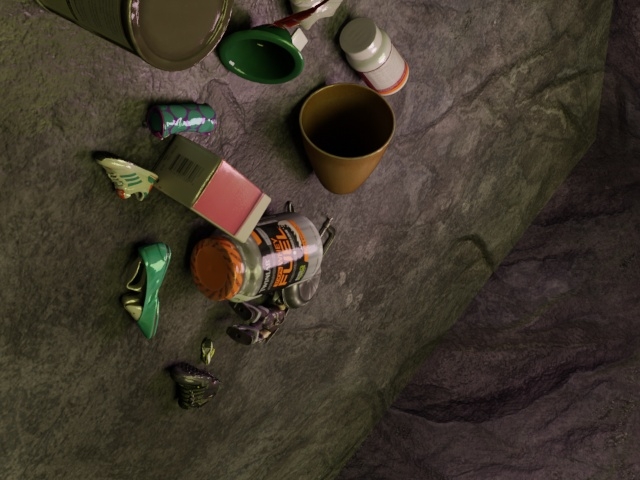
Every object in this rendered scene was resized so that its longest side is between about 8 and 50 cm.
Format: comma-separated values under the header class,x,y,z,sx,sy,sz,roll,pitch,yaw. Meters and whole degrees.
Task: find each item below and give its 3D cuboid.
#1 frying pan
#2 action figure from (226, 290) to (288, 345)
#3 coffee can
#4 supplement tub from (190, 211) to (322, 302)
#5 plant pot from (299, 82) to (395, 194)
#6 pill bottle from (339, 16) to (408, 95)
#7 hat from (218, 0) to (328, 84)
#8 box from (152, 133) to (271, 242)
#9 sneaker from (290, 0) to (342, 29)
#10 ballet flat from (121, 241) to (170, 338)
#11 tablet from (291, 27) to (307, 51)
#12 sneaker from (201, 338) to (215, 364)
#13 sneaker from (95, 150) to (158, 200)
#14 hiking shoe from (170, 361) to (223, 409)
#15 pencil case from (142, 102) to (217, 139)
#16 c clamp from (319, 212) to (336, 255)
class,x,y,z,sx,sy,sz,roll,pitch,yaw
frying pan,-0.043,0.042,2.124,0.197,0.053,0.326,-17,117,-62
action figure,-0.169,0.215,2.092,0.185,0.099,0.285,-70,163,5
coffee can,-0.301,-0.405,1.158,0.201,0.275,0.202,-37,144,-34
supplement tub,-0.157,0.042,1.854,0.316,0.193,0.194,-17,130,-50
plant pot,0.063,-0.236,1.936,0.237,0.237,0.254,-46,161,-23
pill bottle,0.137,-0.471,1.912,0.121,0.121,0.221,-59,149,-1
hat,-0.104,-0.457,1.602,0.173,0.208,0.184,-36,-137,58
box,-0.240,-0.110,1.639,0.127,0.148,0.232,-58,151,-4
sneaker,0.027,-0.581,1.695,0.262,0.099,0.121,-38,152,-19
ballet flat,-0.403,0.113,1.681,0.087,0.083,0.247,1,118,-30
tablet,-0.063,-0.450,1.745,0.083,0.006,0.054,-56,150,-6
sneaker,-0.304,0.298,2.030,0.035,0.031,0.083,-41,152,-53
sneaker,-0.393,-0.123,1.489,0.161,0.057,0.075,24,91,-63
hiking shoe,-0.344,0.403,2.002,0.114,0.086,0.227,-59,151,-8
pencil case,-0.285,-0.247,1.534,0.151,0.064,0.070,-16,113,-50
c clamp,0.000,0.000,2.230,0.161,0.022,0.137,-61,155,1
